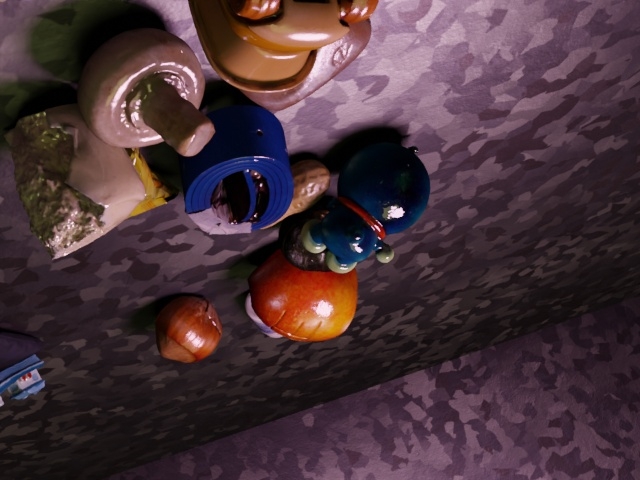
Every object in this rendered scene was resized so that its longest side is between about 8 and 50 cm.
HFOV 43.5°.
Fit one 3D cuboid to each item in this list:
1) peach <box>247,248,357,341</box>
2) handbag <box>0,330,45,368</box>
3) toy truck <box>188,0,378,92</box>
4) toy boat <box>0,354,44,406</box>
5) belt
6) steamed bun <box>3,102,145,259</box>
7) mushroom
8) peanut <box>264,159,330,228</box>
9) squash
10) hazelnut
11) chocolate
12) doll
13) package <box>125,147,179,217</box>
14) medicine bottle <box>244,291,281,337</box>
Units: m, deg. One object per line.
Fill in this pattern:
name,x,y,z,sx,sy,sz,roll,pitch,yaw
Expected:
peach,-0.044,0.116,2.022,0.275,0.248,0.245,13,105,-29
handbag,-0.811,0.268,1.893,0.211,0.088,0.254,-23,162,9
toy truck,-0.055,-0.360,1.057,0.205,0.287,0.212,-7,175,-29
toy boat,-0.776,0.365,1.986,0.109,0.098,0.238,-25,-178,20
belt,-0.161,-0.122,1.529,0.213,0.117,0.347,-9,161,-9
steamed bun,-0.413,-0.110,1.305,0.200,0.225,0.170,-31,-177,-8
mushroom,-0.268,-0.212,1.246,0.207,0.209,0.206,-20,177,-1
peanut,-0.075,-0.094,1.724,0.226,0.095,0.108,-29,152,19
squash,0.000,-0.004,1.854,0.193,0.193,0.155,4,116,-41
hazelnut,-0.349,0.229,2.086,0.182,0.182,0.182,-17,154,-8
chocolate,-0.027,-0.304,1.370,0.261,0.083,0.161,-34,150,26
doll,0.115,-0.079,1.716,0.321,0.199,0.186,-57,-166,-14
package,-0.371,-0.105,1.494,0.168,0.090,0.226,-24,157,-1
medicine bottle,-0.141,0.203,2.239,0.103,0.102,0.186,-21,154,0
